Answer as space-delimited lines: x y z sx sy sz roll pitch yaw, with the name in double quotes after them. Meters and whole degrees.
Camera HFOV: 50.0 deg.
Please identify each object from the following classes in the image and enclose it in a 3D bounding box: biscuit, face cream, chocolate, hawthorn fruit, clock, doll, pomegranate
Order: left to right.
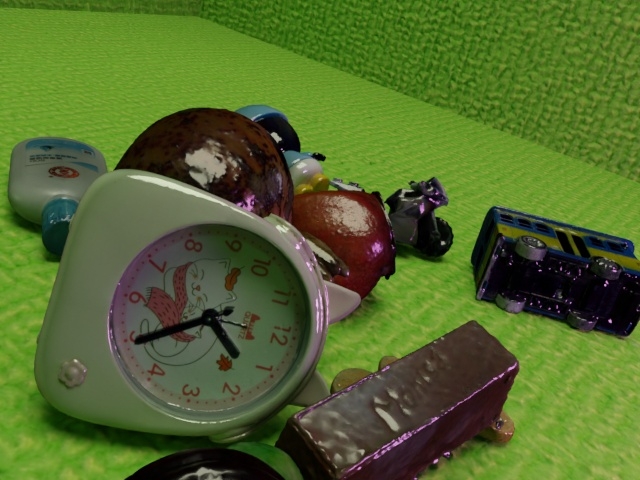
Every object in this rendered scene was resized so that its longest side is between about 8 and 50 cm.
-0.427 -0.080 1.128 0.163 0.080 0.337 4 26 -23 "face cream"
-0.126 0.084 0.757 0.324 0.265 0.108 17 -2 -11 "clock"
-0.115 -0.019 0.920 0.340 0.285 0.285 26 26 16 "pomegranate"
-0.113 -0.186 1.470 0.177 0.141 0.314 -33 59 -20 "doll"
0.000 0.000 1.074 0.251 0.190 0.189 13 24 4 "hawthorn fruit"
0.094 0.189 0.758 0.321 0.112 0.112 -17 47 -38 "chocolate"
0.123 0.205 0.888 0.234 0.030 0.153 5 25 -19 "biscuit"

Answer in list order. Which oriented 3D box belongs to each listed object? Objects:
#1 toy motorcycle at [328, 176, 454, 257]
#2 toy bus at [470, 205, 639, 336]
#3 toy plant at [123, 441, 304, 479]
0.136 -0.064 1.325 0.270 0.159 0.106 15 3 -2 "toy motorcycle"
0.434 0.055 1.254 0.287 0.138 0.175 15 25 1 "toy bus"
-0.094 0.242 0.540 0.218 0.176 0.235 -6 6 -21 "toy plant"
